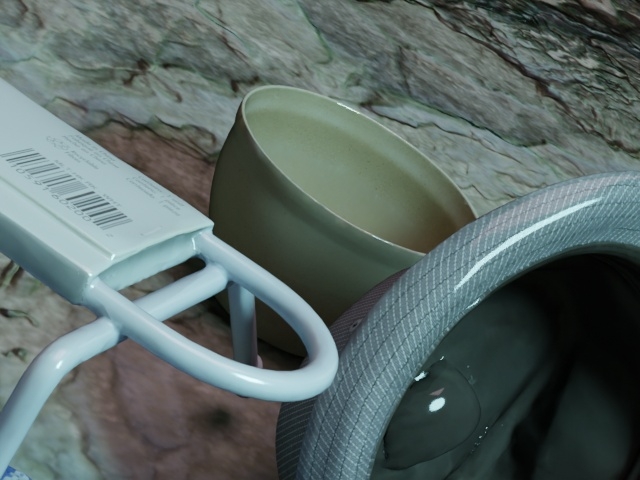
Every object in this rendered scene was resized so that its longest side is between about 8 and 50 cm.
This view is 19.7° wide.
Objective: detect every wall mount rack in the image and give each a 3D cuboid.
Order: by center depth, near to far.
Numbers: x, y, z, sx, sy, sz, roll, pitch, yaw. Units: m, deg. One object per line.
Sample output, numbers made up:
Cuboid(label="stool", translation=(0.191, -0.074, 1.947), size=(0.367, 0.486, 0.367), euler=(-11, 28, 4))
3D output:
Cuboid(label="wall mount rack", translation=(-0.146, -0.002, 0.840), size=(0.350, 0.130, 0.304), euler=(35, 20, 13))

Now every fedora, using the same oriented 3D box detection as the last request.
Cuboid(label="fedora", translation=(0.085, 0.085, 0.900), size=(0.124, 0.275, 0.244), euler=(23, -31, 56))

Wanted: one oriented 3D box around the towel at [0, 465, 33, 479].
Cuboid(label="towel", translation=(-0.209, 0.124, 0.691), size=(0.336, 0.040, 0.243), euler=(32, 25, 4))

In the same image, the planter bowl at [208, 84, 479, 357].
Cuboid(label="planter bowl", translation=(0.000, 0.000, 1.080), size=(0.162, 0.109, 0.162), euler=(26, 25, -13))

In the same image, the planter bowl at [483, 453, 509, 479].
Cuboid(label="planter bowl", translation=(0.184, 0.125, 1.049), size=(0.217, 0.090, 0.217), euler=(4, 48, -5))
